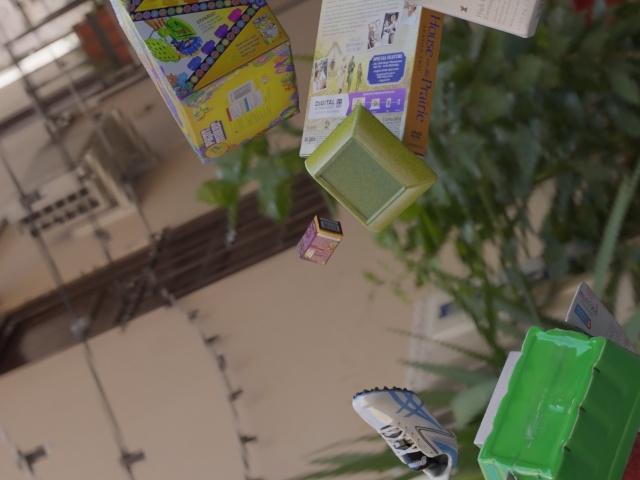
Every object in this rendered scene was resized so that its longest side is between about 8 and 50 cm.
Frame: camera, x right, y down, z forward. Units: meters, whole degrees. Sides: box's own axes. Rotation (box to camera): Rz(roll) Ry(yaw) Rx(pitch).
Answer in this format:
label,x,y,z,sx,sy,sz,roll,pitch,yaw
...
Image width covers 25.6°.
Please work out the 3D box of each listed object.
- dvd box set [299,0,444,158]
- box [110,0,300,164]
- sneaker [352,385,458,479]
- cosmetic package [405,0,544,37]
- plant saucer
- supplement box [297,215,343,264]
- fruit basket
label,x,y,z,sx,sy,sz,roll,pitch,yaw
dvd box set,0.100,-0.356,2.567,0.062,0.308,0.420,12,-97,-37
box,-0.177,-0.305,2.048,0.279,0.177,0.290,59,174,14
sneaker,0.131,0.287,2.088,0.237,0.085,0.086,40,-143,-39
cosmetic package,0.227,-0.396,2.141,0.085,0.231,0.117,-31,-43,-69
plant saucer,0.077,-0.111,2.437,0.188,0.188,0.045,43,-137,-4
supplement box,0.000,0.000,2.677,0.055,0.083,0.043,15,-142,-25
fruit basket,0.329,0.271,1.754,0.353,0.165,0.327,50,-122,-50
